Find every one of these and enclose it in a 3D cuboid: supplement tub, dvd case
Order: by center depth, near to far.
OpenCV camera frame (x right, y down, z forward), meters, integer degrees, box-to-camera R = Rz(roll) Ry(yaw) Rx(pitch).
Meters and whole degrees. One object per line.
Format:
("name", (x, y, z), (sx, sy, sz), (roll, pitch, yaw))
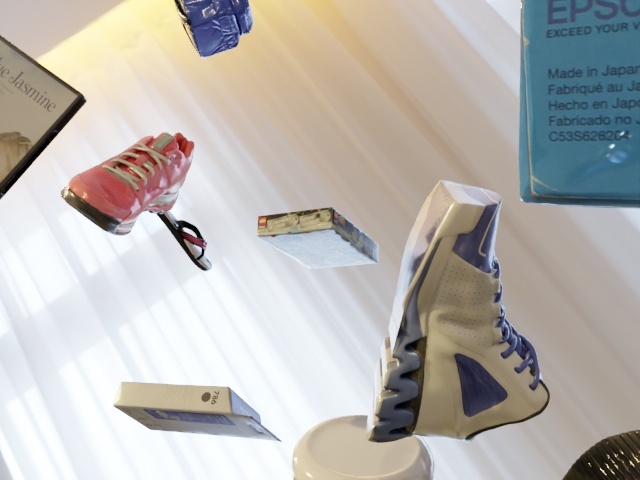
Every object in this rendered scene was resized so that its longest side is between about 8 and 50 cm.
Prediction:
("supplement tub", (0.056, 0.398, 1.015), (0.191, 0.191, 0.272), (-16, -67, -42))
("dvd case", (-0.490, -0.163, 1.082), (0.253, 0.180, 0.022), (-53, -12, -11))

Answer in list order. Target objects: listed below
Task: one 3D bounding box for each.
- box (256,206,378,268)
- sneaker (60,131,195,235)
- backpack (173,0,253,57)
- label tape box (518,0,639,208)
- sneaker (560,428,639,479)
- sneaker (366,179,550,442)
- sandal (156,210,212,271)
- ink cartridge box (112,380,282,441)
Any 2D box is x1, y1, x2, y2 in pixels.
("box", (0.000, 0.000, 0.860), (0.094, 0.027, 0.137), (-6, -20, 24))
("sneaker", (-0.279, -0.107, 1.116), (0.136, 0.116, 0.314), (-54, 0, 16))
("backpack", (-0.154, -0.334, 1.034), (0.101, 0.120, 0.098), (-21, -17, -10))
("label tape box", (0.275, -0.097, 0.394), (0.241, 0.106, 0.334), (4, 16, 33))
("sneaker", (0.397, 0.375, 1.035), (0.146, 0.122, 0.330), (21, -57, -45))
("sneaker", (0.170, 0.097, 0.813), (0.127, 0.182, 0.315), (-83, 6, -68))
("sandal", (-0.239, -0.010, 1.334), (0.040, 0.067, 0.179), (-33, -55, -1))
("ink cartridge box", (-0.252, 0.360, 1.559), (0.333, 0.065, 0.165), (0, -32, 22))
